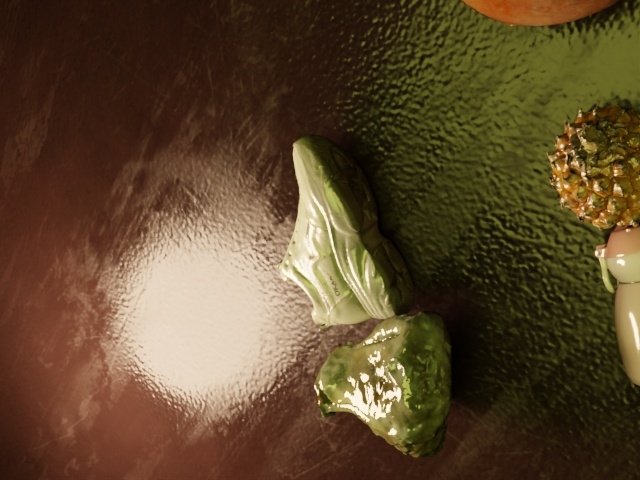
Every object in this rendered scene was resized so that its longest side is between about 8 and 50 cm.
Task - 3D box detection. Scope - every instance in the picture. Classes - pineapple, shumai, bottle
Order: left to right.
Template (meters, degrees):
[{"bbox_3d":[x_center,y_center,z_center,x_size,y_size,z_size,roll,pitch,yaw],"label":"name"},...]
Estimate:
[{"bbox_3d":[0.100,0.225,1.120,0.222,0.225,0.261,5,144,1],"label":"shumai"},{"bbox_3d":[0.374,-0.115,0.918,0.161,0.137,0.176,-8,64,34],"label":"pineapple"},{"bbox_3d":[0.471,0.071,0.956,0.147,0.147,0.237,-16,88,31],"label":"bottle"}]

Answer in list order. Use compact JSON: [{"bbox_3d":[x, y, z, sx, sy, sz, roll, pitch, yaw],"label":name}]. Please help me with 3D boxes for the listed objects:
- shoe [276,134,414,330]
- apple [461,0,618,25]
[{"bbox_3d":[0.000,0.000,1.189,0.210,0.132,0.342,-23,96,28],"label":"shoe"},{"bbox_3d":[0.271,-0.434,0.837,0.338,0.305,0.338,7,116,15],"label":"apple"}]
